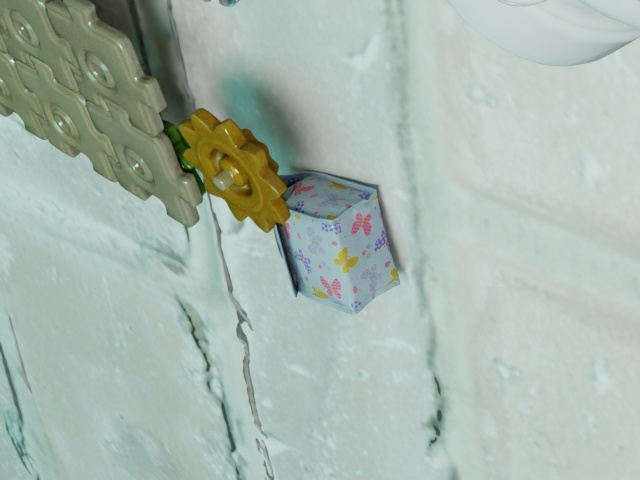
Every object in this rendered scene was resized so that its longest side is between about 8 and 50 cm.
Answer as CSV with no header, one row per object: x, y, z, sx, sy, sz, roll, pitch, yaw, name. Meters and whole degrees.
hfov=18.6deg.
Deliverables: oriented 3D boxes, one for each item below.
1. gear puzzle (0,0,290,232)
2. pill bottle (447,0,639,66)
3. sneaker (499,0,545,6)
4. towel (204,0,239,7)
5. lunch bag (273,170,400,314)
-0.132,-0.102,1.228,0.339,0.044,0.175,30,151,39,gear puzzle
0.160,-0.178,0.724,0.169,0.169,0.301,52,147,-3,pill bottle
0.048,-0.181,0.630,0.090,0.115,0.232,39,129,48,sneaker
0.032,-0.289,0.679,0.040,0.271,0.370,23,143,8,towel
0.000,0.000,1.196,0.083,0.053,0.071,22,135,47,lunch bag
